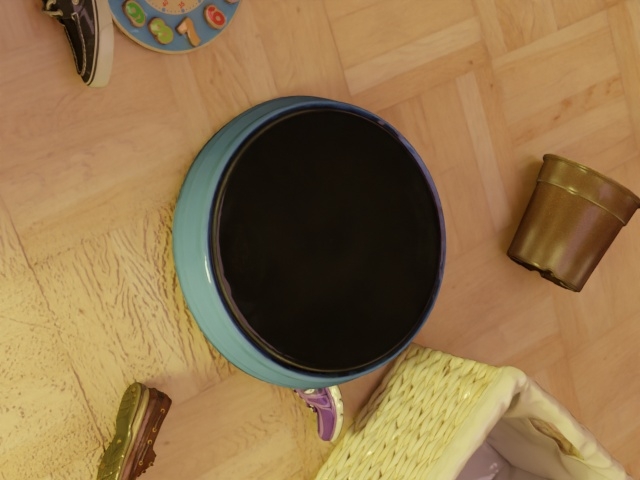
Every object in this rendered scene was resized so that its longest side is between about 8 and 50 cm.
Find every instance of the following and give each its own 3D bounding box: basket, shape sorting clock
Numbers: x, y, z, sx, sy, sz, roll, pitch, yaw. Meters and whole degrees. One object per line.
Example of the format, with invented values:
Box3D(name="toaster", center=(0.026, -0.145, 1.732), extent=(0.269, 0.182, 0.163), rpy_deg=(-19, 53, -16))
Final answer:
Box3D(name="basket", center=(0.204, 0.370, 1.572), extent=(0.328, 0.266, 0.331), rpy_deg=(43, 74, -28))
Box3D(name="shape sorting clock", center=(-0.180, -0.334, 1.377), extent=(0.206, 0.040, 0.206), rpy_deg=(-5, 99, -30))

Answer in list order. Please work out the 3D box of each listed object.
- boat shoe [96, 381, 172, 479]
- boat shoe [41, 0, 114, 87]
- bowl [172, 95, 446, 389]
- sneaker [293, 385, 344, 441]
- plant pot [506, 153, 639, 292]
Box3D(name="boat shoe", center=(-0.235, 0.271, 1.410), extent=(0.060, 0.064, 0.178), rpy_deg=(21, 83, -30))
Box3D(name="boat shoe", center=(-0.291, -0.284, 1.300), extent=(0.070, 0.078, 0.219), rpy_deg=(-10, 94, -31))
Box3D(name="bowl", center=(0.000, 0.000, 1.474), extent=(0.391, 0.077, 0.391), rpy_deg=(2, 86, -30))
Box3D(name="sneaker", center=(-0.016, 0.199, 1.545), extent=(0.071, 0.068, 0.170), rpy_deg=(-17, 96, -14))
Box3D(name="plant pot", center=(0.375, -0.020, 1.695), extent=(0.167, 0.167, 0.165), rpy_deg=(28, 90, -31))
